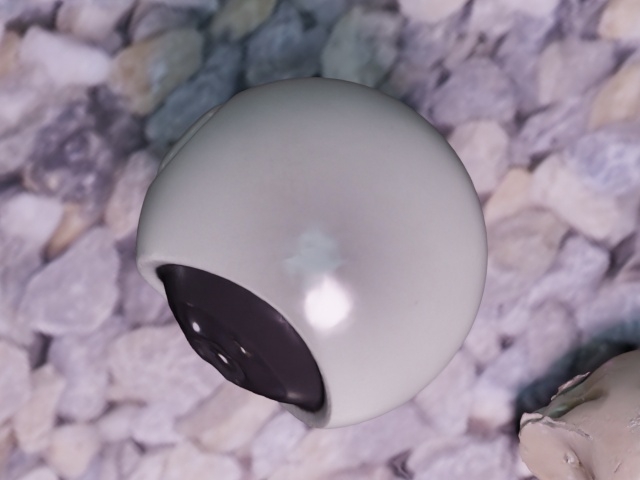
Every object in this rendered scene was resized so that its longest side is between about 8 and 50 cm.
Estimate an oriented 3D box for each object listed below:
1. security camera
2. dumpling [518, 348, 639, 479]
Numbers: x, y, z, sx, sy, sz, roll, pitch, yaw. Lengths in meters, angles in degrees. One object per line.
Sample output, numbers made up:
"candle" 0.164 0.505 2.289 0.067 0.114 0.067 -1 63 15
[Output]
"security camera" 0.000 0.000 0.667 0.194 0.236 0.194 0 95 -5
"dumpling" 0.228 0.135 0.753 0.199 0.118 0.136 -13 112 26
